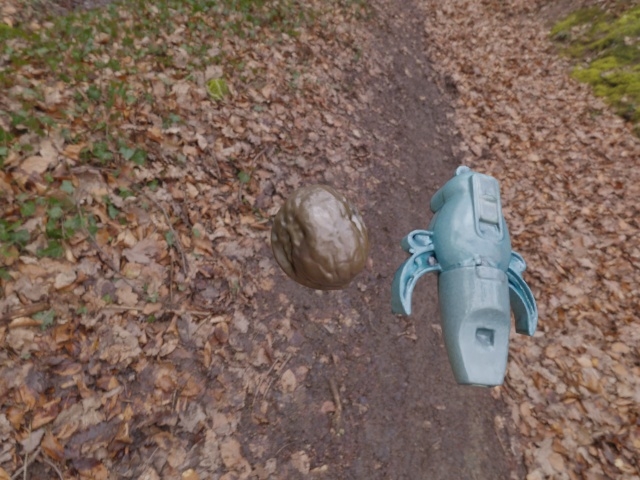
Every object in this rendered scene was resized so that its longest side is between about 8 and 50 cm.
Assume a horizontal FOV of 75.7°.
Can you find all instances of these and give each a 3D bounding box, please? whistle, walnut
[{"bbox_3d":[0.178,0.029,0.489,0.186,0.093,0.274,12,66,-14],"label":"whistle"},{"bbox_3d":[0.002,-0.001,1.022,0.226,0.273,0.273,-17,65,-39],"label":"walnut"}]
